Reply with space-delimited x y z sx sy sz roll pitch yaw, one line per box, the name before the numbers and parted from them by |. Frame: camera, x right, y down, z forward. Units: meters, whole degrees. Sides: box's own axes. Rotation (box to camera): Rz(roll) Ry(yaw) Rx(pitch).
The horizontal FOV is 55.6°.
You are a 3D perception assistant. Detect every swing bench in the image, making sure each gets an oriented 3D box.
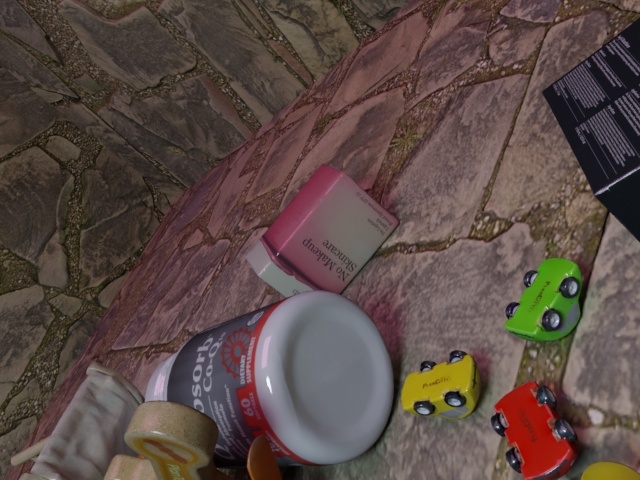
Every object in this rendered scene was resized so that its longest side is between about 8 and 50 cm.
swing bench | -0.356 0.356 0.853 0.255 0.165 0.253 -47 14 17

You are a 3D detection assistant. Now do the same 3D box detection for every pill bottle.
pill bottle | -0.091 0.209 0.852 0.363 0.210 0.210 -26 32 46

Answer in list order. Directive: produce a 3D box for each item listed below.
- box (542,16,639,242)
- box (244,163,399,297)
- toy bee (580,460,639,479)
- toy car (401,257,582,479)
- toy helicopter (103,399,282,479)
box | 0.376 -0.142 0.671 0.184 0.103 0.261 -40 23 30
box | 0.000 0.000 1.095 0.232 0.148 0.127 -51 23 0
toy bee | 0.231 0.215 0.333 0.298 0.162 0.195 -43 33 53
toy car | 0.211 0.120 0.630 0.225 0.053 0.239 -54 23 -12
toy helicopter | -0.126 0.269 0.662 0.355 0.235 0.140 95 -171 -52
